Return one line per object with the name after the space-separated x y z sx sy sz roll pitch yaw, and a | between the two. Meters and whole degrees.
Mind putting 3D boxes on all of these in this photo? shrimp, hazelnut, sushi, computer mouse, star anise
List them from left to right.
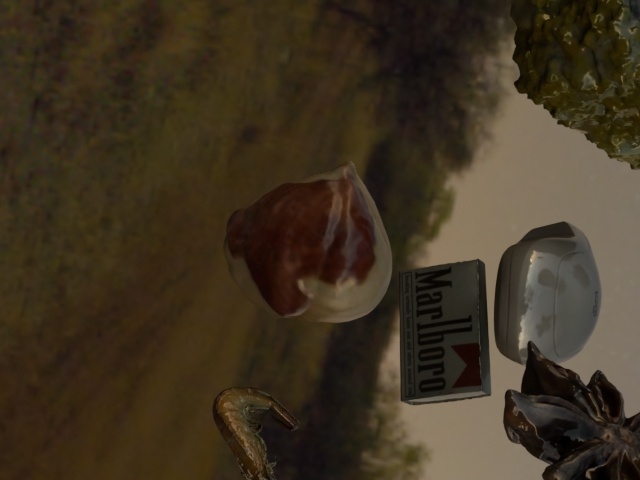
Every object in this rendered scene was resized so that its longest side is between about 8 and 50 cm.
-0.072 0.269 1.853 0.178 0.124 0.034 56 -49 29 | shrimp
0.000 0.000 2.018 0.261 0.261 0.241 -57 155 -85 | hazelnut
0.312 0.068 1.822 0.297 0.121 0.184 -4 95 -67 | computer mouse
0.263 0.187 1.191 0.230 0.262 0.081 -91 -155 -66 | star anise
0.434 -0.322 1.844 0.240 0.351 0.396 -15 -123 57 | sushi

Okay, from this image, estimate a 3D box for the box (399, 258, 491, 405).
0.156 0.116 1.766 0.036 0.115 0.177 35 49 -56 | box
